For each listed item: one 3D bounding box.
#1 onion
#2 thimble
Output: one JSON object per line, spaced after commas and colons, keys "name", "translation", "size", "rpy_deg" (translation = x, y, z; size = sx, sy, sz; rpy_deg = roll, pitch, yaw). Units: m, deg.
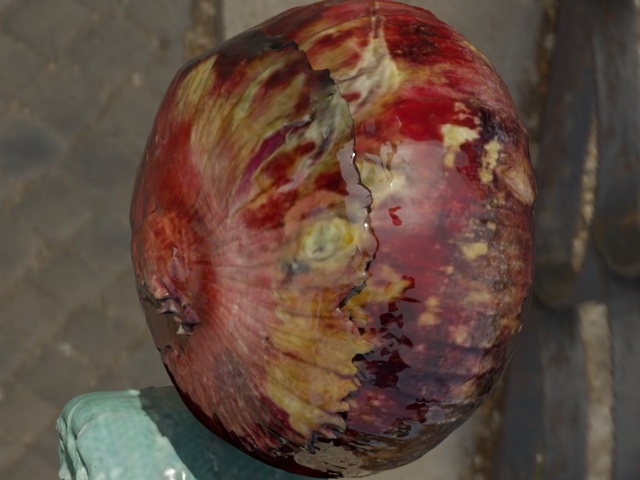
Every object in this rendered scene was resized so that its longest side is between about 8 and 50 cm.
{"name": "onion", "translation": [0.000, 0.000, 0.920], "size": [0.190, 0.246, 0.246], "rpy_deg": [-2, 129, -26]}
{"name": "thimble", "translation": [-0.073, 0.188, 1.099], "size": [0.143, 0.198, 0.235], "rpy_deg": [-6, 139, -14]}
